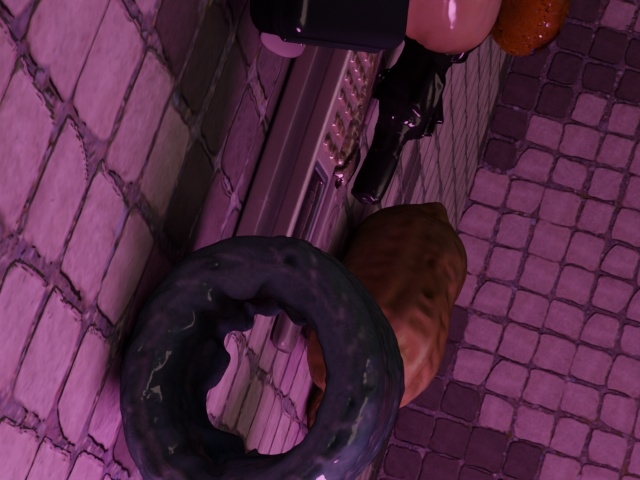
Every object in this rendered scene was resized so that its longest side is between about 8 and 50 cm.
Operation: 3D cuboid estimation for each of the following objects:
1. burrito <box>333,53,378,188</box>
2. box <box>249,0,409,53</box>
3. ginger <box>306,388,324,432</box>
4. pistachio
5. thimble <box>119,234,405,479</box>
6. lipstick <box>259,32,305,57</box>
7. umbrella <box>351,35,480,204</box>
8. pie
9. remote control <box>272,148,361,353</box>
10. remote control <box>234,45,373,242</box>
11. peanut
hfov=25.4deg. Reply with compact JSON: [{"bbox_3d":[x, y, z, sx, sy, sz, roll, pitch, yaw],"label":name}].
[{"bbox_3d":[0.031,-0.140,1.496,0.051,0.042,0.171,43,62,-67],"label":"burrito"},{"bbox_3d":[0.016,-0.231,1.111,0.230,0.050,0.160,-11,109,-66],"label":"box"},{"bbox_3d":[0.040,0.236,1.963,0.109,0.116,0.263,-34,-176,14],"label":"ginger"},{"bbox_3d":[0.146,-0.302,1.588,0.215,0.144,0.144,98,13,-47],"label":"pistachio"},{"bbox_3d":[-0.044,0.114,1.065,0.143,0.198,0.235,37,64,-77],"label":"thimble"},{"bbox_3d":[-0.010,-0.213,1.173,0.038,0.038,0.131,86,23,-63],"label":"lipstick"},{"bbox_3d":[0.117,-0.192,1.716,0.118,0.118,0.340,83,29,-65],"label":"umbrella"},{"bbox_3d":[0.227,-0.356,1.776,0.069,0.273,0.273,-26,154,-12],"label":"pie"},{"bbox_3d":[0.000,0.000,1.580,0.067,0.029,0.261,57,50,-77],"label":"remote control"},{"bbox_3d":[-0.009,-0.099,1.312,0.103,0.055,0.277,52,54,-76],"label":"remote control"},{"bbox_3d":[0.092,0.078,1.806,0.387,0.169,0.192,-61,170,-50],"label":"peanut"}]
